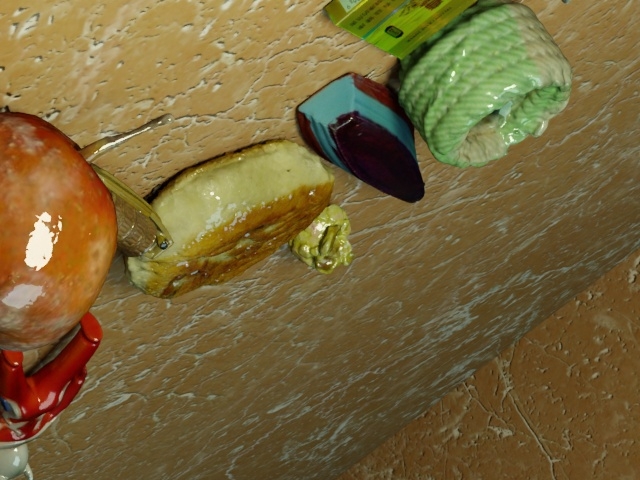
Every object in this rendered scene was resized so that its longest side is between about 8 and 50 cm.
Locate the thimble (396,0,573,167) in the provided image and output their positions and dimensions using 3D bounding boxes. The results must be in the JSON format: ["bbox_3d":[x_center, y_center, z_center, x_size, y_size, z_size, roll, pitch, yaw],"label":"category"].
[{"bbox_3d":[0.211,-0.202,1.913,0.219,0.150,0.219,-27,160,-10],"label":"thimble"}]

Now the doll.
[{"bbox_3d":[-0.434,0.243,2.180,0.188,0.099,0.384,-15,149,-37],"label":"doll"}]

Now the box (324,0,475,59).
[{"bbox_3d":[0.097,-0.276,1.739,0.121,0.030,0.193,-37,161,18],"label":"box"}]

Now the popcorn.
[{"bbox_3d":[-0.001,0.000,2.219,0.096,0.089,0.109,-8,156,-26],"label":"popcorn"}]

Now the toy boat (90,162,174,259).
[{"bbox_3d":[-0.239,-0.026,1.751,0.068,0.088,0.226,-38,149,5],"label":"toy boat"}]

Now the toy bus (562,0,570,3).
[{"bbox_3d":[0.367,-0.385,1.737,0.234,0.116,0.134,-24,157,-13],"label":"toy bus"}]

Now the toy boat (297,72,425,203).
[{"bbox_3d":[0.074,-0.128,2.028,0.136,0.079,0.392,-32,159,9],"label":"toy boat"}]

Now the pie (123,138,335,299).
[{"bbox_3d":[-0.125,-0.018,1.977,0.315,0.092,0.315,-28,163,-10],"label":"pie"}]

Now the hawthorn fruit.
[{"bbox_3d":[-0.322,-0.024,1.497,0.231,0.263,0.235,0,170,34],"label":"hawthorn fruit"}]
